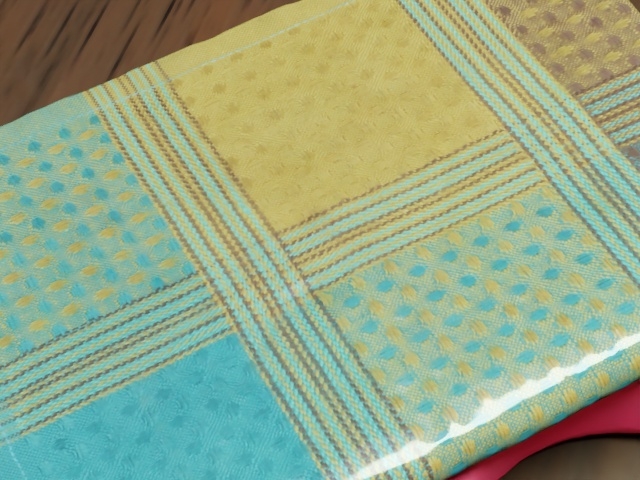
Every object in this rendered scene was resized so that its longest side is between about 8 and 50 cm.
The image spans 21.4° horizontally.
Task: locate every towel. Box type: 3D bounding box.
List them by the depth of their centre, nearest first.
[{"bbox_3d":[0.000,0.000,0.746,0.370,0.040,0.271,-25,53,-9],"label":"towel"}]

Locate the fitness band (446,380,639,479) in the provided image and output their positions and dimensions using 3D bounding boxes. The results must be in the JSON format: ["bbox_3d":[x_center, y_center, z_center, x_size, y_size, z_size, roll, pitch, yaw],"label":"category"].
[{"bbox_3d":[0.167,0.150,0.660,0.291,0.054,0.209,34,56,29],"label":"fitness band"}]
